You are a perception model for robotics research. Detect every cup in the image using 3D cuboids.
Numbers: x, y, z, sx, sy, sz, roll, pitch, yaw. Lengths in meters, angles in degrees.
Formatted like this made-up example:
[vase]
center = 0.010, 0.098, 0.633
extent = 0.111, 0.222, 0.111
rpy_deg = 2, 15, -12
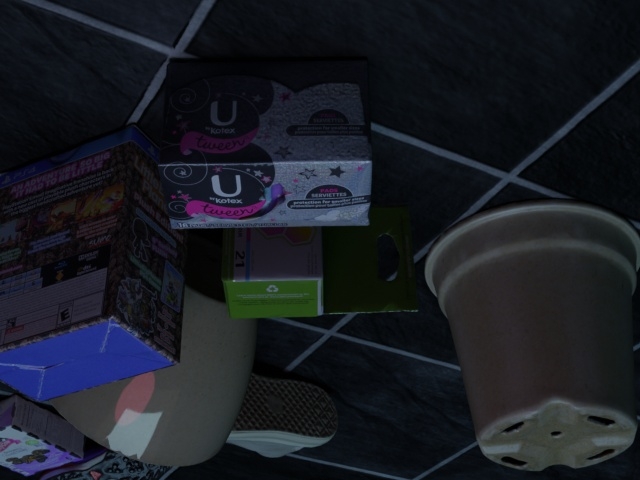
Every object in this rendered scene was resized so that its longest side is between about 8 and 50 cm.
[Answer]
[cup]
center = -0.222, 0.127, 1.554
extent = 0.331, 0.331, 0.237
rpy_deg = 21, 116, -28

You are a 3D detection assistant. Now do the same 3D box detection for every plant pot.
[plant pot]
center = 0.329, 0.157, 1.566
extent = 0.334, 0.305, 0.334
rpy_deg = 0, 145, 0

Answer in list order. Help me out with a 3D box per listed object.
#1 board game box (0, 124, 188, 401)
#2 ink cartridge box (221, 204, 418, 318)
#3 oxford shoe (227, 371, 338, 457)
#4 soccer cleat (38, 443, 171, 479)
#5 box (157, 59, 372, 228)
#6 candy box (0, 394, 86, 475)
[board game box]
center = -0.307, 0.032, 1.388
extent = 0.232, 0.291, 0.141
rpy_deg = -16, 143, 23
[ink cartridge box]
center = 0.000, 0.000, 1.438
extent = 0.255, 0.188, 0.097
rpy_deg = -2, 144, 0
[oxford shoe]
center = -0.167, 0.293, 1.893
extent = 0.449, 0.169, 0.130
rpy_deg = 22, 142, -37
[soccer cleat]
center = -0.434, 0.450, 2.189
extent = 0.318, 0.116, 0.108
rpy_deg = -22, 114, 4
[box]
center = -0.063, -0.115, 1.288
extent = 0.247, 0.163, 0.142
rpy_deg = -1, 147, 1
[candy box]
center = -0.592, 0.388, 2.103
extent = 0.165, 0.070, 0.196
rpy_deg = -20, 141, 27
